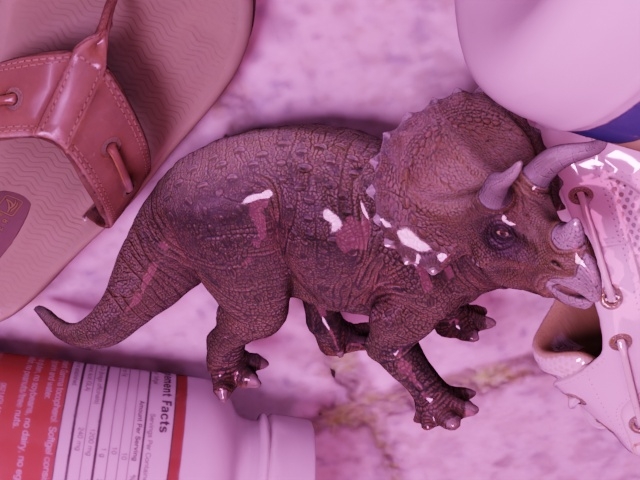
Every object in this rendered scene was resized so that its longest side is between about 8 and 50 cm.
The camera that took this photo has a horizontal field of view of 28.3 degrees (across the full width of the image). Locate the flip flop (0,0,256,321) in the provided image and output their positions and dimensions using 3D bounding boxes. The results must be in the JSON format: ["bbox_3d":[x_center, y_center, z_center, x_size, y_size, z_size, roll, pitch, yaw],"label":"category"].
[{"bbox_3d":[-0.123,-0.044,0.572,0.112,0.080,0.277,30,120,-22],"label":"flip flop"}]

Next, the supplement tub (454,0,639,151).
[{"bbox_3d":[0.229,-0.117,0.440,0.316,0.228,0.228,13,125,-12],"label":"supplement tub"}]

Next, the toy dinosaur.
[{"bbox_3d":[0.000,0.000,0.604,0.313,0.121,0.160,4,124,29],"label":"toy dinosaur"}]

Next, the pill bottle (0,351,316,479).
[{"bbox_3d":[-0.116,0.127,0.674,0.216,0.121,0.121,9,126,-8],"label":"pill bottle"}]

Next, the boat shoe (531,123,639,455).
[{"bbox_3d":[0.155,0.048,0.647,0.096,0.098,0.277,-10,117,6],"label":"boat shoe"}]
